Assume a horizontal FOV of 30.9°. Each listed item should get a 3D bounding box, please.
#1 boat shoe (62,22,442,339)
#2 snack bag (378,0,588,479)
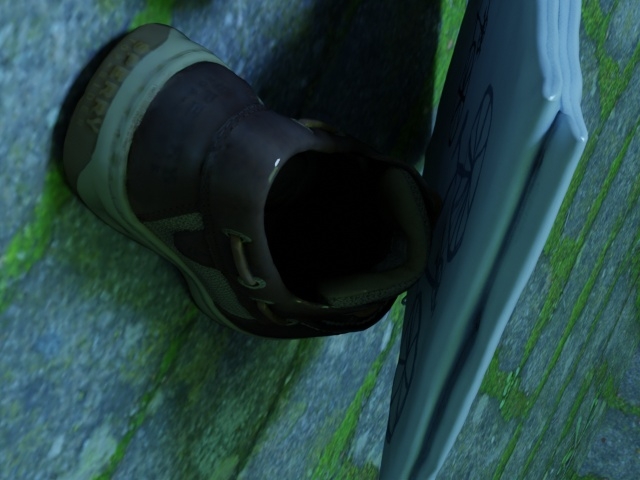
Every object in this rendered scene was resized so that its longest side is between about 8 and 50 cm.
[{"bbox_3d":[0.000,0.000,0.621,0.123,0.123,0.342,-62,156,-9],"label":"boat shoe"},{"bbox_3d":[0.093,-0.055,0.668,0.343,0.037,0.323,-78,180,-46],"label":"snack bag"}]
